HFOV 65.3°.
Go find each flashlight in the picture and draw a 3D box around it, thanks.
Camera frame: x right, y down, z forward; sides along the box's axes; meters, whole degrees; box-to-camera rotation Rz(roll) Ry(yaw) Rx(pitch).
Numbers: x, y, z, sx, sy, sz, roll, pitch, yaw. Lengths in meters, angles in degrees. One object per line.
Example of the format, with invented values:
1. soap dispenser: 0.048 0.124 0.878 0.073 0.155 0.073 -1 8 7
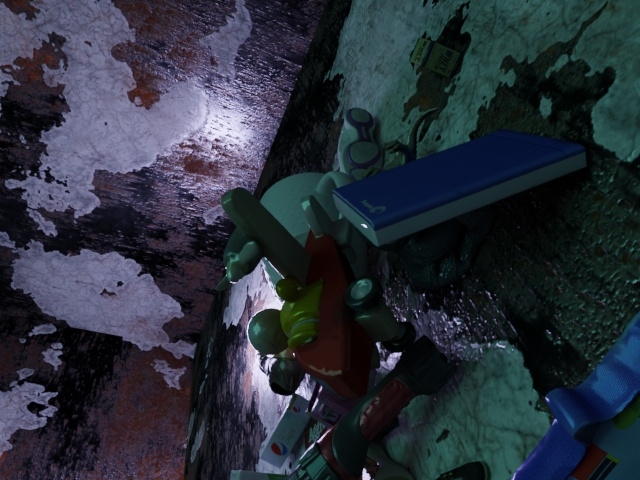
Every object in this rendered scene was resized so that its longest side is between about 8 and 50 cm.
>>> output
1. flashlight: 0.102 0.301 0.847 0.304 0.103 0.103 -45 -15 3

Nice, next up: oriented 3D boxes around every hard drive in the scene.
1. hard drive: 0.195 -0.093 0.768 0.210 0.319 0.040 -128 18 -67

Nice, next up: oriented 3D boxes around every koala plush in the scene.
1. koala plush: 0.155 -0.023 0.911 0.196 0.221 0.203 -134 61 -68

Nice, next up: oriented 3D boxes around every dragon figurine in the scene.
1. dragon figurine: 0.192 -0.147 1.114 0.289 0.144 0.085 -54 19 1

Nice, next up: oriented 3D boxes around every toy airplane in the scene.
1. toy airplane: -0.023 0.099 0.923 0.273 0.386 0.384 -35 -12 8

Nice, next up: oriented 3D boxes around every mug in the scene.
1. mug: 0.000 0.000 1.240 0.328 0.276 0.374 -101 27 -45

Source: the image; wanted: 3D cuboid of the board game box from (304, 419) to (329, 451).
1. board game box: 0.029 0.461 1.186 0.145 0.027 0.281 -93 26 -46

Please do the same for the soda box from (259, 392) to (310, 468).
1. soda box: -0.092 0.526 1.377 0.216 0.069 0.074 -64 -3 27

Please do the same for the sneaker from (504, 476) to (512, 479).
1. sneaker: 0.204 0.421 0.607 0.321 0.127 0.126 -46 30 5

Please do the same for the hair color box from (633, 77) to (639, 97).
1. hair color box: 0.432 -0.188 0.525 0.167 0.054 0.093 128 150 -50

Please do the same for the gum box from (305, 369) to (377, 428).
1. gum box: 0.046 0.311 1.022 0.062 0.107 0.188 -58 0 22

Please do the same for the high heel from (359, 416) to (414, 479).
1. high heel: 0.093 0.462 0.914 0.261 0.093 0.186 -85 18 -46

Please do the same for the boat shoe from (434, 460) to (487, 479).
1. boat shoe: 0.201 0.373 0.752 0.048 0.042 0.133 -94 29 -49

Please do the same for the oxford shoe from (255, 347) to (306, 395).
1. oxford shoe: -0.131 0.397 1.502 0.363 0.130 0.132 130 147 -68

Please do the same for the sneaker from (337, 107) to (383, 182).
1. sneaker: 0.108 -0.241 1.435 0.152 0.114 0.305 106 171 -49

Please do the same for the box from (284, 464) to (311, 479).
1. box: -0.055 0.638 0.939 0.395 0.097 0.318 -48 26 6

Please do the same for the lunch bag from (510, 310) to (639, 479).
1. lunch bag: 0.273 0.146 0.339 0.138 0.293 0.220 -109 39 -58

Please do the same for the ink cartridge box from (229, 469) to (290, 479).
1. ink cartridge box: -0.168 0.733 1.319 0.092 0.160 0.219 137 143 -57

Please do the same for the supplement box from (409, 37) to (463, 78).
1. supplement box: 0.261 -0.415 1.135 0.083 0.083 0.056 -114 42 -60
